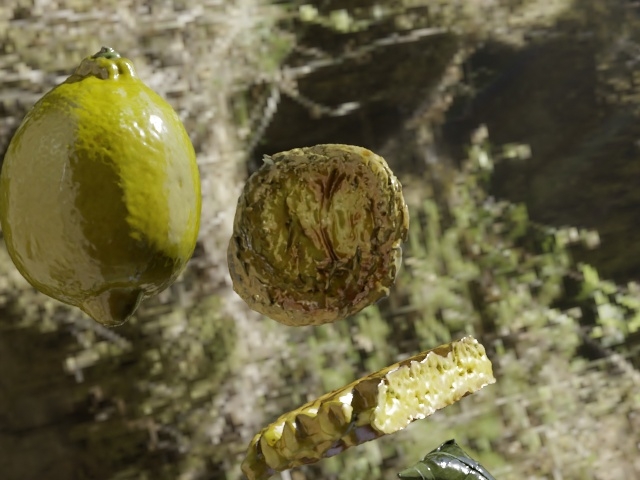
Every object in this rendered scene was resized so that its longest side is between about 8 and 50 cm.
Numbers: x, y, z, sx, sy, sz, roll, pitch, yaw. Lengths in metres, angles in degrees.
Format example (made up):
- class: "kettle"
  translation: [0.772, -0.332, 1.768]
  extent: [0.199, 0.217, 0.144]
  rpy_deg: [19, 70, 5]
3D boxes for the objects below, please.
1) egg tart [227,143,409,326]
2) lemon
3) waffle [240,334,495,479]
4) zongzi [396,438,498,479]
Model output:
- class: "egg tart"
  translation: [0.000, 0.000, 1.873]
  extent: [0.252, 0.232, 0.098]
  rpy_deg: [66, 6, 32]
- class: "lemon"
  translation: [-0.196, -0.046, 1.405]
  extent: [0.184, 0.184, 0.248]
  rpy_deg: [-15, -106, 62]
- class: "waffle"
  translation: [0.019, 0.168, 1.477]
  extent: [0.219, 0.229, 0.057]
  rpy_deg: [-28, -97, 39]
- class: "zongzi"
  translation: [0.147, 0.274, 1.713]
  extent: [0.109, 0.119, 0.055]
  rpy_deg: [38, -66, 18]
